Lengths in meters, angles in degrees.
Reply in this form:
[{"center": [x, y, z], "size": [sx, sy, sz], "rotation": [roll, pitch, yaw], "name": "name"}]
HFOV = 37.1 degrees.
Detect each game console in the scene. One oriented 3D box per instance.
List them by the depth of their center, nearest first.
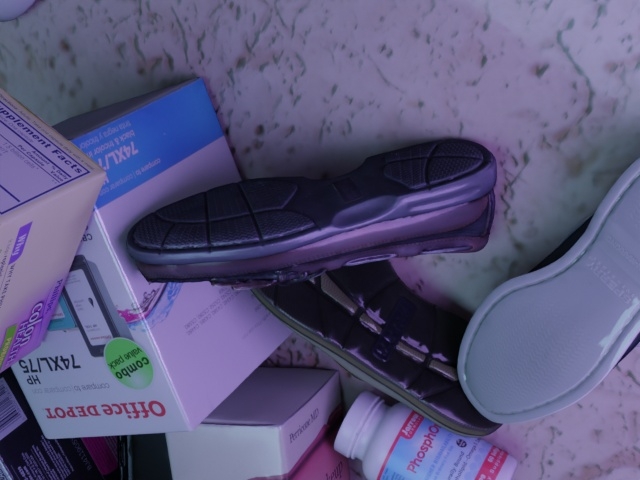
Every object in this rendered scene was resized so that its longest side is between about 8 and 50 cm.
[{"center": [-0.197, 0.234, 1.097], "size": [0.071, 0.107, 0.122], "rotation": [-2, 102, -14], "name": "game console"}]

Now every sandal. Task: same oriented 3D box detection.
[{"center": [0.037, 0.074, 0.859], "size": [0.303, 0.120, 0.086], "rotation": [42, 154, 0], "name": "sandal"}]

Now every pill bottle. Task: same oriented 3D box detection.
[{"center": [0.097, 0.208, 0.904], "size": [0.160, 0.087, 0.087], "rotation": [26, 124, 15], "name": "pill bottle"}]

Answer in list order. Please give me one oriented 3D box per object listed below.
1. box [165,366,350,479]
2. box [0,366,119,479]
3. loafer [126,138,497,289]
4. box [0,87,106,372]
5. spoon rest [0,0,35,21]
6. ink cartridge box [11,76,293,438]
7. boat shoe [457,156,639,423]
[{"center": [-0.051, 0.258, 0.947], "size": [0.127, 0.149, 0.232], "rotation": [-1, 104, 23], "name": "box"}, {"center": [-0.353, 0.249, 1.133], "size": [0.142, 0.163, 0.247], "rotation": [-18, 105, 35], "name": "box"}, {"center": [0.000, 0.000, 0.776], "size": [0.303, 0.109, 0.095], "rotation": [-13, 122, -3], "name": "loafer"}, {"center": [-0.304, 0.032, 0.696], "size": [0.117, 0.243, 0.213], "rotation": [38, 127, 11], "name": "box"}, {"center": [-0.279, -0.286, 0.885], "size": [0.276, 0.084, 0.137], "rotation": [-3, 112, 45], "name": "spoon rest"}, {"center": [-0.186, 0.020, 0.899], "size": [0.198, 0.197, 0.270], "rotation": [-11, 108, 34], "name": "ink cartridge box"}, {"center": [0.223, 0.039, 0.743], "size": [0.114, 0.091, 0.302], "rotation": [57, 132, 18], "name": "boat shoe"}]
